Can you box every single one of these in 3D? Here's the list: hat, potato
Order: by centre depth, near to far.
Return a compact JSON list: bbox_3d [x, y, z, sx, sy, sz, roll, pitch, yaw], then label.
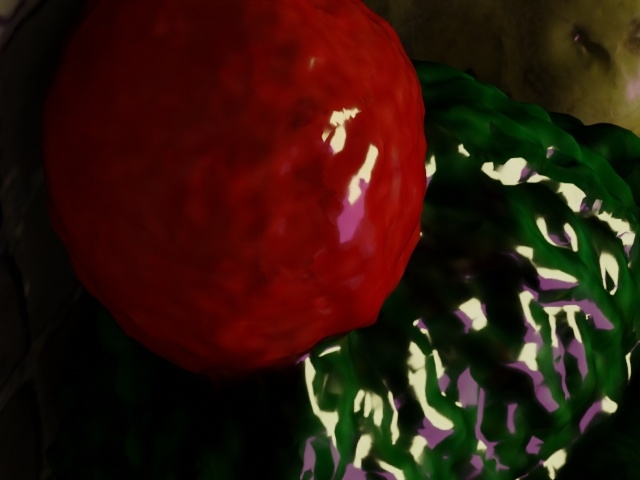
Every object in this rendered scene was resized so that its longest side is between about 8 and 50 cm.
[{"bbox_3d":[0.021,0.030,0.643,0.332,0.242,0.274,72,30,-53],"label":"hat"},{"bbox_3d":[0.101,-0.122,0.818,0.137,0.155,0.200,70,35,-54],"label":"potato"}]
